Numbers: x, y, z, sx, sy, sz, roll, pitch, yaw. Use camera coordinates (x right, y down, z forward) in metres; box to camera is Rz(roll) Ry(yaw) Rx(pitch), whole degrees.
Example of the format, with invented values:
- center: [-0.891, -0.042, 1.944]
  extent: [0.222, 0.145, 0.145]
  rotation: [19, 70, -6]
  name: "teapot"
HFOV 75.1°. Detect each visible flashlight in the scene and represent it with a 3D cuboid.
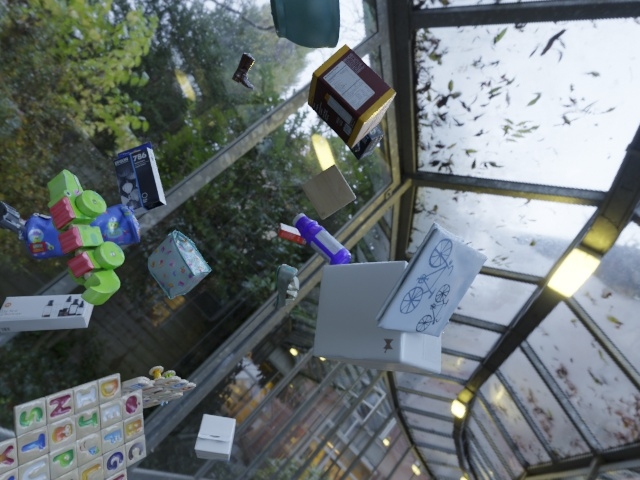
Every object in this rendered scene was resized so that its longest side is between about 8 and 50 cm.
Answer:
- center: [-1.113, -0.050, 1.571]
  extent: [0.103, 0.103, 0.304]
  rotation: [0, -23, 3]
  name: "flashlight"

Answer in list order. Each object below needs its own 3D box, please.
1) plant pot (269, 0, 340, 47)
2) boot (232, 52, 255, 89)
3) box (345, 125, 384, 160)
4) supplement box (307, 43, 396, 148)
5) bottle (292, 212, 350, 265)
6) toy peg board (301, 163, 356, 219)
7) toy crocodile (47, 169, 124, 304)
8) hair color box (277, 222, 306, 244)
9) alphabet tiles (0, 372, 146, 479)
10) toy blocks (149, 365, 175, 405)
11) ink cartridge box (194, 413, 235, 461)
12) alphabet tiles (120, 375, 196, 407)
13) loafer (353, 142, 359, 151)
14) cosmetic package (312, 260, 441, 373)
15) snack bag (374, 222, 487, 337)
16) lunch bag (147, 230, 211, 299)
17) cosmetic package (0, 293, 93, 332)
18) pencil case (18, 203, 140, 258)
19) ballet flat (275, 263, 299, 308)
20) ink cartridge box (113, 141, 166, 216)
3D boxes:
- center: [-0.065, -0.790, 1.400]
  extent: [0.293, 0.196, 0.293]
  rotation: [168, -90, -84]
  name: "plant pot"
- center: [-0.273, -0.646, 1.590]
  extent: [0.037, 0.114, 0.106]
  rotation: [40, 17, 36]
  name: "boot"
- center: [0.161, -0.459, 1.759]
  extent: [0.180, 0.077, 0.147]
  rotation: [55, -29, 11]
  name: "box"
- center: [0.080, -0.403, 1.188]
  extent: [0.194, 0.129, 0.191]
  rotation: [46, -10, 2]
  name: "supplement box"
- center: [0.000, 0.000, 1.715]
  extent: [0.283, 0.092, 0.118]
  rotation: [43, -8, 21]
  name: "bottle"
- center: [0.039, -0.191, 1.660]
  extent: [0.161, 0.161, 0.079]
  rotation: [59, 13, 6]
  name: "toy peg board"
- center: [-0.561, -0.009, 0.974]
  extent: [0.340, 0.115, 0.105]
  rotation: [65, 16, 9]
  name: "toy crocodile"
- center: [-0.136, -0.031, 2.026]
  extent: [0.141, 0.043, 0.072]
  rotation: [18, 23, -20]
  name: "hair color box"
- center: [-0.530, 0.463, 0.905]
  extent: [0.011, 0.342, 0.285]
  rotation: [-6, -92, 28]
  name: "alphabet tiles"
- center: [-0.584, 0.561, 1.579]
  extent: [0.148, 0.054, 0.123]
  rotation: [55, 4, 40]
  name: "toy blocks"
- center: [-0.286, 0.542, 1.143]
  extent: [0.092, 0.090, 0.143]
  rotation: [11, -38, -6]
  name: "ink cartridge box"
- center: [-0.546, 0.472, 1.284]
  extent: [0.284, 0.278, 0.021]
  rotation: [74, -1, -60]
  name: "alphabet tiles"
- center: [0.141, -0.415, 1.557]
  extent: [0.062, 0.061, 0.170]
  rotation: [96, -9, -83]
  name: "loafer"
- center: [0.225, 0.291, 1.514]
  extent: [0.329, 0.327, 0.394]
  rotation: [-5, -23, 32]
  name: "cosmetic package"
- center: [0.339, 0.132, 1.221]
  extent: [0.343, 0.323, 0.037]
  rotation: [19, 13, -43]
  name: "snack bag"
- center: [-0.697, 0.113, 2.017]
  extent: [0.262, 0.223, 0.160]
  rotation: [53, 22, 10]
  name: "lunch bag"
- center: [-0.852, 0.223, 1.299]
  extent: [0.099, 0.239, 0.060]
  rotation: [-107, -160, -48]
  name: "cosmetic package"
- center: [-0.703, -0.031, 1.236]
  extent: [0.119, 0.306, 0.133]
  rotation: [30, -55, 57]
  name: "pencil case"
- center: [-0.100, 0.151, 1.259]
  extent: [0.068, 0.072, 0.213]
  rotation: [14, -39, 4]
  name: "ballet flat"
- center: [-0.786, -0.277, 1.792]
  extent: [0.065, 0.165, 0.332]
  rotation: [67, 2, -72]
  name: "ink cartridge box"
